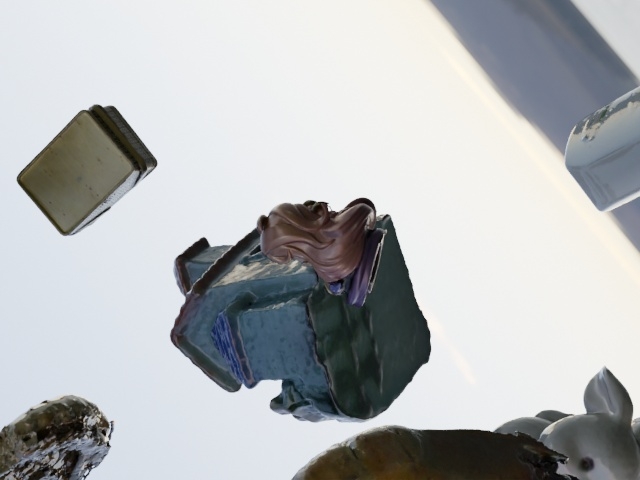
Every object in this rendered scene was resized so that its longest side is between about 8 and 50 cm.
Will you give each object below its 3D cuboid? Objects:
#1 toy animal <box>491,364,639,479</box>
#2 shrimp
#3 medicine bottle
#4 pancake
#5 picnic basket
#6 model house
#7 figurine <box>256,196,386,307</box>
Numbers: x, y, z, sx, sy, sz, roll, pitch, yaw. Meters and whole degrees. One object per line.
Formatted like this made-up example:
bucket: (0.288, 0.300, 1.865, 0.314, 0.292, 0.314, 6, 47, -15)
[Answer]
toy animal: (0.283, 0.245, 1.706, 0.127, 0.193, 0.178, 51, -139, -13)
shrimp: (0.051, 0.126, 0.683, 0.190, 0.101, 0.042, -4, -159, -35)
medicine bottle: (0.417, -0.145, 1.656, 0.111, 0.296, 0.161, 51, -136, -12)
pancake: (-0.417, 0.338, 1.910, 0.071, 0.382, 0.382, 43, -170, 16)
picnic basket: (-0.313, -0.095, 2.014, 0.115, 0.164, 0.079, 51, -160, 2)
model house: (-0.071, 0.107, 1.989, 0.295, 0.329, 0.252, -45, -53, -52)
figurine: (0.006, -0.003, 1.723, 0.157, 0.114, 0.126, 31, -125, -9)
